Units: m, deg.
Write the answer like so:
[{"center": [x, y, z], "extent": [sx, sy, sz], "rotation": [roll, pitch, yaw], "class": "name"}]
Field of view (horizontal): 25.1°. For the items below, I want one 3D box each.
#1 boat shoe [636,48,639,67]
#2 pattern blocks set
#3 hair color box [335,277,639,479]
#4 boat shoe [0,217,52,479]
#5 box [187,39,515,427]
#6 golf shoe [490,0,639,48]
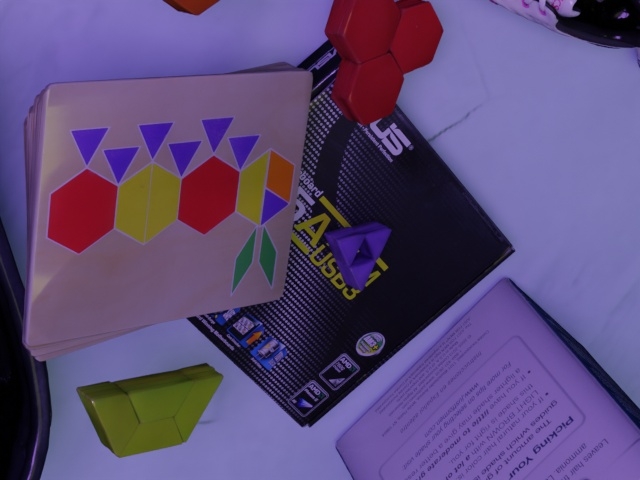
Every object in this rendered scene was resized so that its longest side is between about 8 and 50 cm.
[{"center": [0.248, -0.142, 0.922], "extent": [0.100, 0.035, 0.035], "rotation": [-21, 125, 0], "class": "boat shoe"}, {"center": [-0.077, -0.021, 0.751], "extent": [0.324, 0.026, 0.285], "rotation": [1, 108, -45], "class": "pattern blocks set"}, {"center": [0.151, 0.187, 0.874], "extent": [0.174, 0.347, 0.105], "rotation": [-46, 122, 8], "class": "hair color box"}, {"center": [-0.250, -0.047, 0.696], "extent": [0.186, 0.156, 0.500], "rotation": [-33, 128, -28], "class": "boat shoe"}, {"center": [0.000, 0.000, 0.901], "extent": [0.184, 0.045, 0.191], "rotation": [-39, 123, 5], "class": "box"}, {"center": [0.122, -0.165, 0.834], "extent": [0.186, 0.086, 0.067], "rotation": [18, 111, -25], "class": "golf shoe"}]
